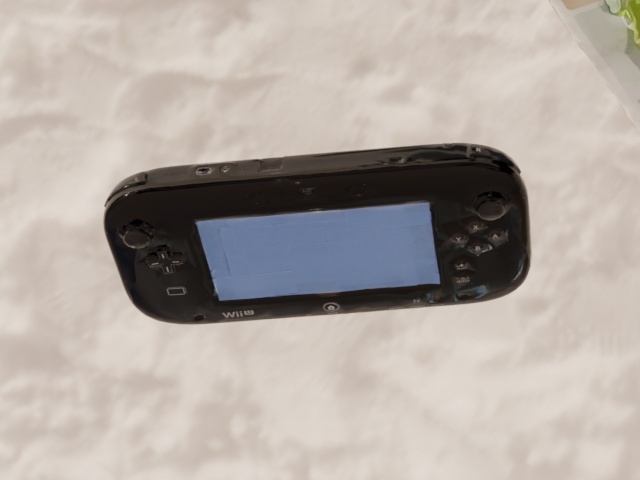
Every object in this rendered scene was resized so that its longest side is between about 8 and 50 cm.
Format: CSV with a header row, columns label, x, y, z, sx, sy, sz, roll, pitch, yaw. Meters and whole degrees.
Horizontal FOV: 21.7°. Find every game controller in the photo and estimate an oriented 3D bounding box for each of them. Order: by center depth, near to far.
label,x,y,z,sx,sy,sz,roll,pitch,yaw
game controller,0.000,0.000,1.276,0.319,0.067,0.166,-4,132,6

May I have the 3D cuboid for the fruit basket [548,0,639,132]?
label,x,y,z,sx,sy,sz,roll,pitch,yaw
fruit basket,0.348,-0.167,1.175,0.327,0.353,0.165,-16,127,-5
